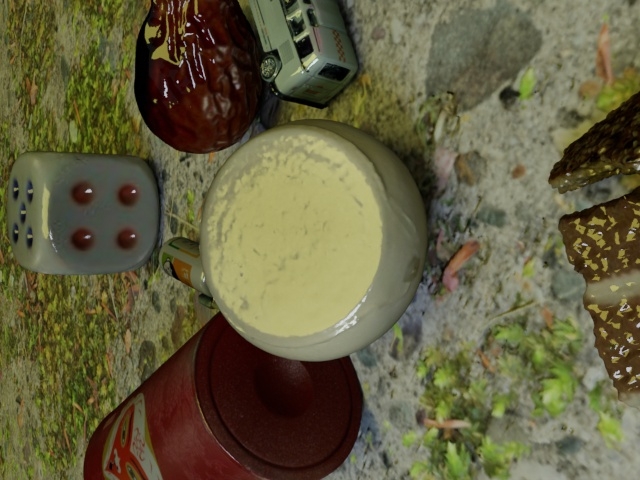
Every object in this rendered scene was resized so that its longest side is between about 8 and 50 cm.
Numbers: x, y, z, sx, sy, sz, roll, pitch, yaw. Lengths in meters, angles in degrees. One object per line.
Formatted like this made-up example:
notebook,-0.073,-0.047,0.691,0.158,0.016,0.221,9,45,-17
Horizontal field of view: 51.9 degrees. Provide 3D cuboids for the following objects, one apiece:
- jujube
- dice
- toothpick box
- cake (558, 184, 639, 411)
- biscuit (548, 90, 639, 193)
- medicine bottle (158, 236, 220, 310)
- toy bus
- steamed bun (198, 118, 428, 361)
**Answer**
jujube,-0.149,-0.219,0.787,0.168,0.168,0.236,49,151,36
dice,-0.384,-0.047,1.067,0.194,0.193,0.191,6,98,48
toothpick box,-0.129,0.227,0.780,0.333,0.204,0.204,-41,62,43
cake,0.246,0.026,0.397,0.135,0.135,0.147,-26,81,47
biscuit,0.232,-0.090,0.408,0.026,0.131,0.237,47,132,-3
medicine bottle,-0.140,0.059,0.899,0.221,0.061,0.092,18,130,47
toy bus,-0.025,-0.248,0.728,0.089,0.087,0.193,-30,69,38
steamed bun,0.000,0.000,0.653,0.232,0.145,0.231,-1,87,27
